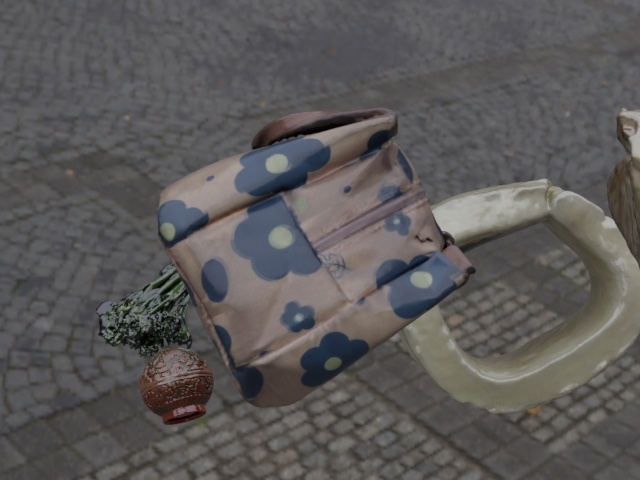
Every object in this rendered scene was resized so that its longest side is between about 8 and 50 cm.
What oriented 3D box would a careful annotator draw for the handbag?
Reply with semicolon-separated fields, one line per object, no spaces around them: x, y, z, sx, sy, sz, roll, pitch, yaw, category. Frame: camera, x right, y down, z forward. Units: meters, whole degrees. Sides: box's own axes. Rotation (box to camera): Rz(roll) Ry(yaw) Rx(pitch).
0.000;0.000;0.889;0.193;0.190;0.251;-25;2;4;handbag

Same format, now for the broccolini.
-0.168;0.027;1.251;0.123;0.062;0.271;-3;39;14;broccolini

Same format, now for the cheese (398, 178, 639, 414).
0.261;0.062;1.534;0.332;0.292;0.153;-23;4;-3;cheese

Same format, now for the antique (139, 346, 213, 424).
-0.191;0.190;1.526;0.104;0.104;0.104;10;29;-5;antique

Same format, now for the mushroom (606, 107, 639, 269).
0.344;-0.048;0.758;0.290;0.297;0.297;-13;33;-6;mushroom
